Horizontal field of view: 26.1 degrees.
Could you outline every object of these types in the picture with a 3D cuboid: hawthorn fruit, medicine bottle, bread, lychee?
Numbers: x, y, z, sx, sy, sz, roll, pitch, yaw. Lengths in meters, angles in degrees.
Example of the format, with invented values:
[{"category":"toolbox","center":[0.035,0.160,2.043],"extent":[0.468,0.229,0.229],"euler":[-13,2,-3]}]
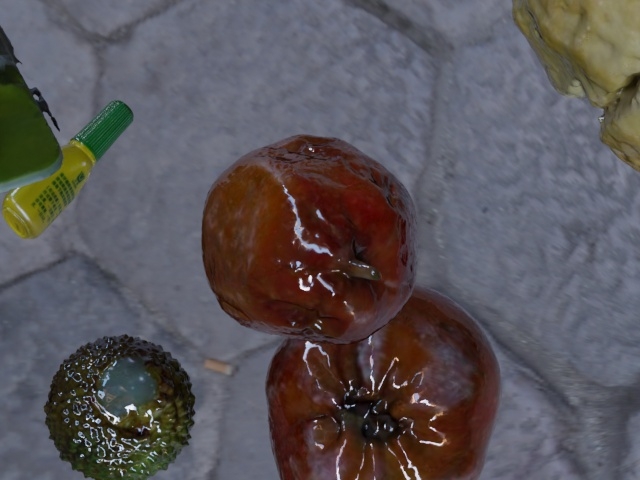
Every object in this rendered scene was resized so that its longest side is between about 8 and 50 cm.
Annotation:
[{"category":"hawthorn fruit","center":[-0.008,-0.002,1.030],"extent":[0.174,0.179,0.173],"euler":[-1,86,10]},{"category":"medicine bottle","center":[-0.379,-0.114,2.100],"extent":[0.064,0.095,0.260],"euler":[23,60,31]},{"category":"bread","center":[0.216,-0.130,0.823],"extent":[0.244,0.244,0.134],"euler":[45,130,18]},{"category":"hawthorn fruit","center":[0.073,0.181,1.499],"extent":[0.284,0.284,0.284],"euler":[-2,83,18]},{"category":"lychee","center":[-0.207,0.174,1.424],"extent":[0.171,0.171,0.171],"euler":[-2,83,18]}]

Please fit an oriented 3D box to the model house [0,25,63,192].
[{"category":"model house","center":[-0.336,-0.202,0.864],"extent":[0.243,0.312,0.357],"euler":[-20,46,-15]}]
